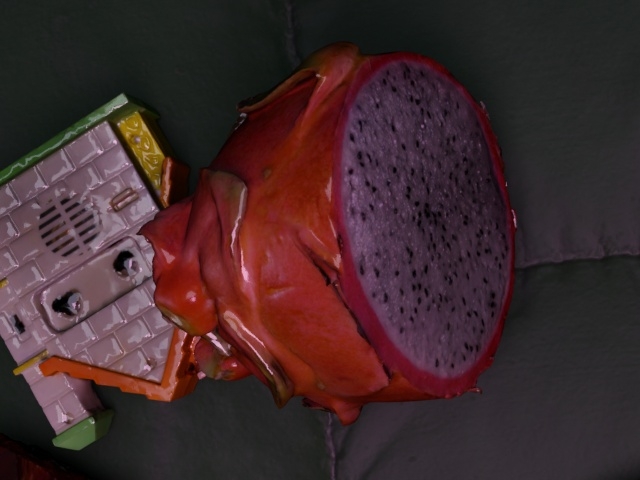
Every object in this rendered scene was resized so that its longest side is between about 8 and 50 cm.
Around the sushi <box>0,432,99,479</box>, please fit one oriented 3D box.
[{"bbox_3d":[-0.247,0.259,1.017,0.225,0.126,0.136,18,77,17],"label":"sushi"}]

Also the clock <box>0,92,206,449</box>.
[{"bbox_3d":[-0.194,0.035,1.048,0.219,0.106,0.255,-31,85,6],"label":"clock"}]

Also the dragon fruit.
[{"bbox_3d":[0.000,0.000,0.936,0.225,0.305,0.305,-11,82,37],"label":"dragon fruit"}]
